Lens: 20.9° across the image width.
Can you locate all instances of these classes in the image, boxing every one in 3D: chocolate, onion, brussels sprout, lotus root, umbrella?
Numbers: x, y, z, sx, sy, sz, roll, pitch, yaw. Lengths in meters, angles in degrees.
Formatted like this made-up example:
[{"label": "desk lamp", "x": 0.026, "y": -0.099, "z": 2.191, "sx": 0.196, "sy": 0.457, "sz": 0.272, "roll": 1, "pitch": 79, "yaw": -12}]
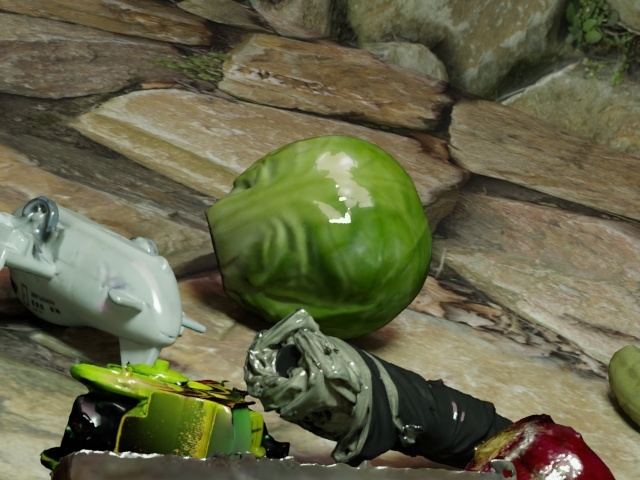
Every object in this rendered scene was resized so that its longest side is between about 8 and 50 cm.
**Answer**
[{"label": "chocolate", "x": -0.025, "y": 0.202, "z": 1.169, "sx": 0.321, "sy": 0.112, "sz": 0.112, "roll": 5, "pitch": -12, "yaw": -20}, {"label": "onion", "x": 0.188, "y": 0.253, "z": 1.442, "sx": 0.135, "sy": 0.198, "sz": 0.173, "roll": -30, "pitch": -4, "yaw": -12}, {"label": "brussels sprout", "x": 0.000, "y": 0.000, "z": 1.888, "sx": 0.244, "sy": 0.244, "sz": 0.244, "roll": 14, "pitch": 17, "yaw": -5}, {"label": "lotus root", "x": 0.374, "y": 0.171, "z": 1.907, "sx": 0.090, "sy": 0.077, "sz": 0.183, "roll": 3, "pitch": 18, "yaw": -16}, {"label": "umbrella", "x": 0.077, "y": 0.168, "z": 1.571, "sx": 0.357, "sy": 0.106, "sz": 0.113, "roll": 25, "pitch": 14, "yaw": -41}]

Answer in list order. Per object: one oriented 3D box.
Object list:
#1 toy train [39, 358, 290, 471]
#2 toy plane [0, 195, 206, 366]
[{"label": "toy train", "x": -0.116, "y": 0.155, "z": 1.381, "sx": 0.160, "sy": 0.101, "sz": 0.296, "roll": 14, "pitch": -1, "yaw": 8}, {"label": "toy plane", "x": -0.227, "y": 0.040, "z": 1.717, "sx": 0.266, "sy": 0.123, "sz": 0.267, "roll": 29, "pitch": 3, "yaw": -2}]
